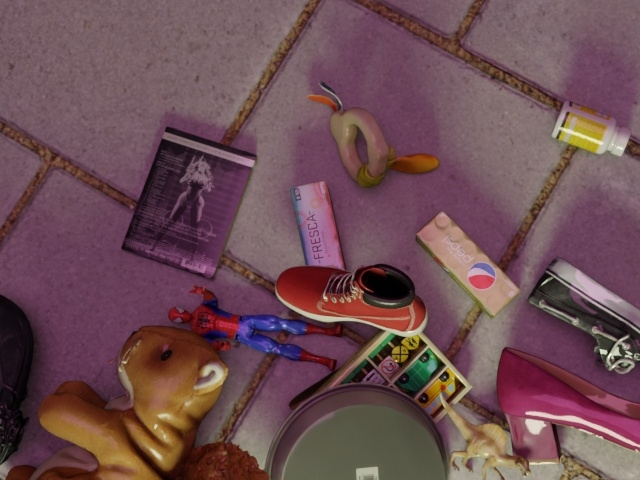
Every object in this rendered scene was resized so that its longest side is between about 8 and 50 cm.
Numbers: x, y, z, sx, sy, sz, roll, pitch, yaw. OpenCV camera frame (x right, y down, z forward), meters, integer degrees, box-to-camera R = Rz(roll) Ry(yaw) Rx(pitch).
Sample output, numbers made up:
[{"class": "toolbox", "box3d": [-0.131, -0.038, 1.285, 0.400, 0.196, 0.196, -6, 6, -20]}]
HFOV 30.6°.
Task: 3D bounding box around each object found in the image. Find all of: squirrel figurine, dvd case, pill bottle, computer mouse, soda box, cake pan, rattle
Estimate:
[{"class": "squirrel figurine", "box3d": [-0.241, 0.336, 1.768, 0.397, 0.281, 0.370, 39, 78, 4]}, {"class": "dvd case", "box3d": [-0.217, -0.063, 1.936, 0.165, 0.018, 0.221, 18, 83, 8]}, {"class": "pill bottle", "box3d": [0.437, -0.177, 1.882, 0.116, 0.065, 0.065, 22, 83, 8]}, {"class": "computer mouse", "box3d": [-0.492, 0.210, 1.860, 0.072, 0.188, 0.272, -1, 66, -26]}, {"class": "soda box", "box3d": [0.234, 0.038, 1.866, 0.061, 0.058, 0.181, -43, 81, -3]}, {"class": "cake pan", "box3d": [0.062, 0.365, 1.779, 0.293, 0.054, 0.293, -1, 95, -11]}, {"class": "soda box", "box3d": [0.000, 0.000, 1.889, 0.063, 0.058, 0.183, -12, 79, 3]}, {"class": "rattle", "box3d": [0.085, -0.189, 1.911, 0.143, 0.130, 0.199, -25, 53, -11]}]

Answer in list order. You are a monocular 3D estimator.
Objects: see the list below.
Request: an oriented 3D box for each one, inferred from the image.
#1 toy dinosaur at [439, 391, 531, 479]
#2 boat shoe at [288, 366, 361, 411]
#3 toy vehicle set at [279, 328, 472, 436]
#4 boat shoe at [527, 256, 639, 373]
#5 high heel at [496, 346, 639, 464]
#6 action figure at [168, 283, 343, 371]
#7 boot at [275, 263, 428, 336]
[{"class": "toy dinosaur", "box3d": [0.244, 0.318, 1.811, 0.183, 0.053, 0.092, 37, 102, 19]}, {"class": "boat shoe", "box3d": [0.024, 0.241, 1.855, 0.152, 0.056, 0.049, -28, 105, -7]}, {"class": "toy vehicle set", "box3d": [0.087, 0.260, 1.822, 0.267, 0.035, 0.166, -45, 101, -4]}, {"class": "boat shoe", "box3d": [0.462, 0.151, 1.805, 0.306, 0.113, 0.105, 36, 91, 11]}, {"class": "high heel", "box3d": [0.461, 0.234, 1.777, 0.377, 0.127, 0.181, -8, 91, 6]}, {"class": "action figure", "box3d": [-0.112, 0.138, 1.840, 0.280, 0.139, 0.091, 10, 81, 8]}, {"class": "boot", "box3d": [0.033, 0.066, 1.743, 0.244, 0.176, 0.088, 12, 72, 19]}]
